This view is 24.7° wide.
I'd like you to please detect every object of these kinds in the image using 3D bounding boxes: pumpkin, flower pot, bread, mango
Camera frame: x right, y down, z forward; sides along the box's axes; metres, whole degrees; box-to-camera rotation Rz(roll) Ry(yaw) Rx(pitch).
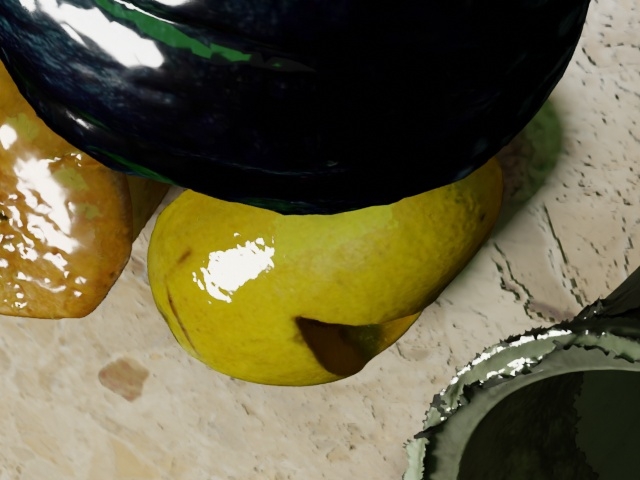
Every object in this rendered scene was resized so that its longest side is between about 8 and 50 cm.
[{"bbox_3d":[0.005,-0.189,0.602,0.266,0.363,0.363,15,131,10],"label":"pumpkin"},{"bbox_3d":[0.217,0.098,0.725,0.290,0.259,0.290,21,133,24],"label":"flower pot"},{"bbox_3d":[-0.217,-0.068,1.009,0.268,0.145,0.268,17,126,25],"label":"bread"},{"bbox_3d":[0.000,0.000,0.910,0.167,0.130,0.262,44,132,-7],"label":"mango"}]
